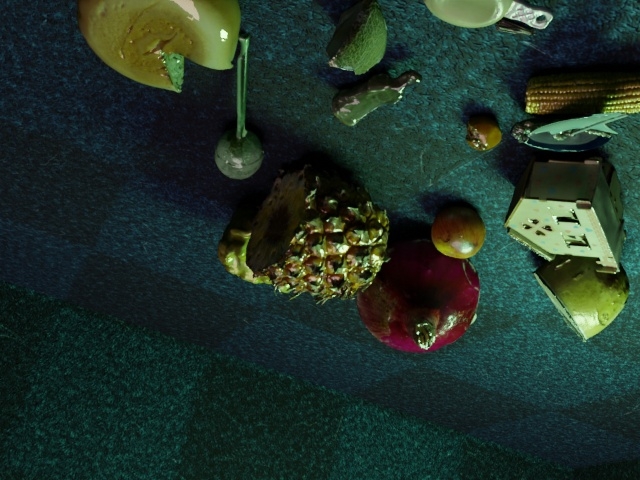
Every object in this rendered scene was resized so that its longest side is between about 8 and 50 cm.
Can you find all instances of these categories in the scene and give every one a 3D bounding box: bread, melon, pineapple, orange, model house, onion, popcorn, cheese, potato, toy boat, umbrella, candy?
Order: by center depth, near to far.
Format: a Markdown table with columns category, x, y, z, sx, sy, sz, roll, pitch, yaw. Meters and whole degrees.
| category | x | y | z | sx | sy | sz | roll | pitch | yaw |
| --- | --- | --- | --- | --- | --- | --- | --- | --- | --- |
| cheese | 0.295 | -0.418 | 1.397 | 0.227 | 0.064 | 0.137 | 16 | 155 | -9 |
| umbrella | 0.354 | -0.389 | 1.478 | 0.083 | 0.020 | 0.031 | 8 | 154 | -4 |
| melon | 0.066 | -0.392 | 1.506 | 0.093 | 0.202 | 0.140 | 24 | 122 | 17 |
| bread | -0.304 | -0.431 | 1.516 | 0.333 | 0.160 | 0.333 | 9 | 152 | 5 |
| toy boat | 0.501 | -0.215 | 1.565 | 0.220 | 0.067 | 0.291 | 2 | -178 | -8 |
| orange | 0.353 | -0.229 | 1.740 | 0.086 | 0.062 | 0.086 | 7 | 154 | 4 |
| candy | -0.177 | -0.297 | 1.820 | 0.119 | 0.119 | 0.440 | 12 | 145 | 0 |
| model house | 0.558 | -0.072 | 1.867 | 0.244 | 0.169 | 0.326 | 2 | 151 | 34 |
| pineapple | 0.002 | -0.002 | 2.020 | 0.300 | 0.352 | 0.352 | 22 | 152 | -20 |
| potato | 0.702 | 0.121 | 2.129 | 0.196 | 0.246 | 0.299 | -34 | 171 | 6 |
| onion | 0.269 | 0.173 | 2.185 | 0.347 | 0.385 | 0.348 | 1 | 113 | 2 |
| popcorn | -0.152 | 0.019 | 2.251 | 0.250 | 0.242 | 0.235 | 30 | 135 | -9 |

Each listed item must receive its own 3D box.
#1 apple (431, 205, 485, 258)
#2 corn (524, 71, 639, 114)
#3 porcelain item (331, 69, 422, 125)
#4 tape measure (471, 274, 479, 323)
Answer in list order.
| category | x | y | z | sx | sy | sz | roll | pitch | yaw |
| --- | --- | --- | --- | --- | --- | --- | --- | --- | --- |
| apple | 0.355 | -0.017 | 2.075 | 0.146 | 0.146 | 0.146 | 10 | 153 | 5 |
| corn | 0.516 | -0.283 | 1.543 | 0.248 | 0.081 | 0.081 | 3 | 152 | 20 |
| porcelain item | 0.120 | -0.309 | 1.672 | 0.081 | 0.069 | 0.215 | 34 | 147 | -30 |
| tape measure | 0.362 | 0.188 | 2.473 | 0.258 | 0.130 | 0.265 | 1 | 151 | 17 |
